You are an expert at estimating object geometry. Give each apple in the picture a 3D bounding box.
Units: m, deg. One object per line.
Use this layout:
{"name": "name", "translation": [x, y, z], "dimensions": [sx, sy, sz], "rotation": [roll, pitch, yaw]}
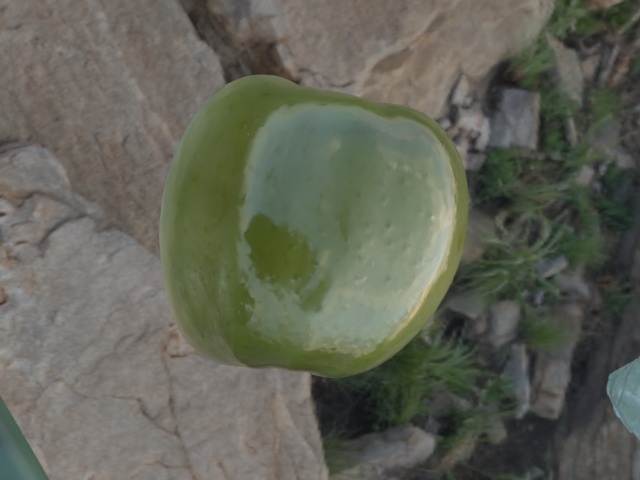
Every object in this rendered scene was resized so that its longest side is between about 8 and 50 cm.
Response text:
{"name": "apple", "translation": [0.000, 0.000, 1.184], "dimensions": [0.311, 0.320, 0.360], "rotation": [-6, 110, -66]}

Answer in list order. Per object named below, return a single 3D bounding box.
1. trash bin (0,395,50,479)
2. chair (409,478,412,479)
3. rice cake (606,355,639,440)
{"name": "trash bin", "translation": [-0.250, 0.216, 0.598], "dimensions": [0.158, 0.223, 0.343], "rotation": [-14, 67, -47]}
{"name": "chair", "translation": [0.183, 0.395, 1.218], "dimensions": [0.221, 0.095, 0.104], "rotation": [25, 74, 9]}
{"name": "rice cake", "translation": [0.269, 0.172, 0.613], "dimensions": [0.245, 0.045, 0.042], "rotation": [51, 28, -1]}
